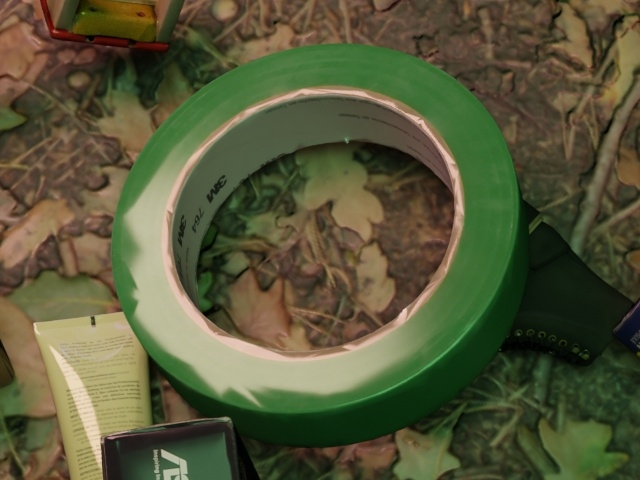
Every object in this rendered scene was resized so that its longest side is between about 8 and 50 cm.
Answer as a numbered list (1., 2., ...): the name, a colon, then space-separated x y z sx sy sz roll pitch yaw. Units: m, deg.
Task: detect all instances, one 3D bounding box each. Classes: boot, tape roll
1. boot: 0.154 0.079 1.513 0.137 0.077 0.198 39 76 4
2. tape roll: 0.000 0.000 1.478 0.321 0.077 0.321 -6 62 11

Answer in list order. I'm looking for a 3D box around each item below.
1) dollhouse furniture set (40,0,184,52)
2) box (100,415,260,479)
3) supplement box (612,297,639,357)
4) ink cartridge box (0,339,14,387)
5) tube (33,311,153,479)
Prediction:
1. dollhouse furniture set: -0.319 -0.227 1.543 0.374 0.152 0.201 5 40 -24
2. box: -0.064 0.341 1.248 0.097 0.318 0.395 -8 72 -1
3. supplement box: 0.438 0.087 1.436 0.356 0.194 0.195 40 62 10
4. ink cartridge box: -0.386 0.063 1.487 0.234 0.088 0.193 -24 74 -10
5. tube: -0.162 0.169 1.482 0.062 0.070 0.240 -28 64 35
